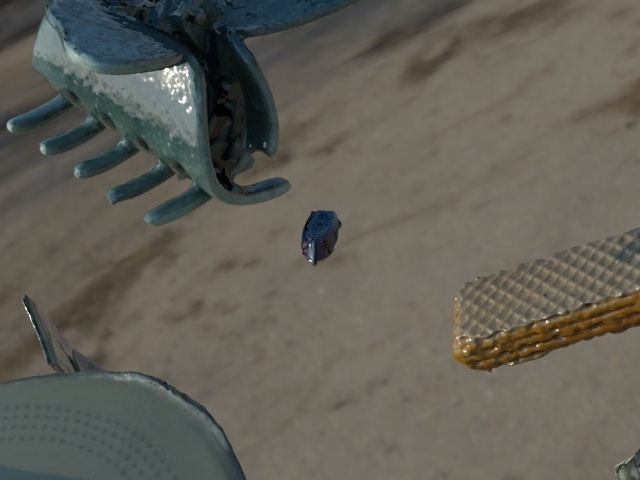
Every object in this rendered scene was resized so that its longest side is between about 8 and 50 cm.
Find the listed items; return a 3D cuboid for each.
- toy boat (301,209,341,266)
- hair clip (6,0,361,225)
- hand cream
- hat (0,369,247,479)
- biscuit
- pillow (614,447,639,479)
[{"bbox_3d":[0.000,0.000,1.588,0.038,0.038,0.083,-21,23,21],"label":"toy boat"},{"bbox_3d":[-0.178,-0.184,1.792,0.318,0.238,0.392,31,40,34],"label":"hair clip"},{"bbox_3d":[-0.281,0.139,1.907,0.050,0.079,0.275,-50,-18,-12],"label":"hand cream"},{"bbox_3d":[-0.149,0.154,0.639,0.245,0.214,0.149,-23,-8,22],"label":"hat"},{"bbox_3d":[0.297,0.038,1.619,0.379,0.054,0.094,-19,39,28],"label":"biscuit"},{"bbox_3d":[0.350,0.247,1.635,0.055,0.135,0.091,-38,-17,-21],"label":"pillow"}]
